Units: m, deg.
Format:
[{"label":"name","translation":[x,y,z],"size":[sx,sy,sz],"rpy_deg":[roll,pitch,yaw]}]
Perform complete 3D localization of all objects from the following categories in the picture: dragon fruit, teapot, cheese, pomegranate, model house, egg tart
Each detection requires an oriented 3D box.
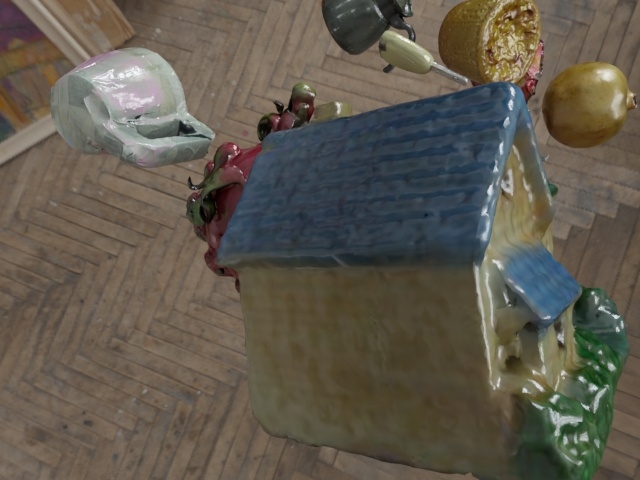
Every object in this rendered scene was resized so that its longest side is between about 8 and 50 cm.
[{"label":"dragon fruit","translation":[-0.064,-0.061,0.802],"size":[0.218,0.198,0.273],"rpy_deg":[32,70,27]},{"label":"teapot","translation":[0.175,-0.718,1.802],"size":[0.285,0.223,0.305],"rpy_deg":[-23,62,31]},{"label":"cheese","translation":[0.271,-0.466,1.490],"size":[0.251,0.127,0.054],"rpy_deg":[29,93,11]},{"label":"pomegranate","translation":[0.691,-0.350,1.486],"size":[0.233,0.233,0.233],"rpy_deg":[-2,81,11]},{"label":"dragon fruit","translation":[0.499,-0.459,1.538],"size":[0.189,0.163,0.262],"rpy_deg":[-1,67,10]},{"label":"teapot","translation":[-0.303,-0.181,0.879],"size":[0.163,0.178,0.221],"rpy_deg":[-32,96,34]},{"label":"model house","translation":[0.140,0.009,0.625],"size":[0.334,0.382,0.343],"rpy_deg":[-5,93,37]},{"label":"egg tart","translation":[0.353,-0.425,1.215],"size":[0.147,0.202,0.202],"rpy_deg":[28,87,50]}]

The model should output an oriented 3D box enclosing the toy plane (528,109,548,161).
[{"label":"toy plane","translation":[0.576,-0.295,1.684],"size":[0.101,0.255,0.251],"rpy_deg":[-32,60,5]}]
